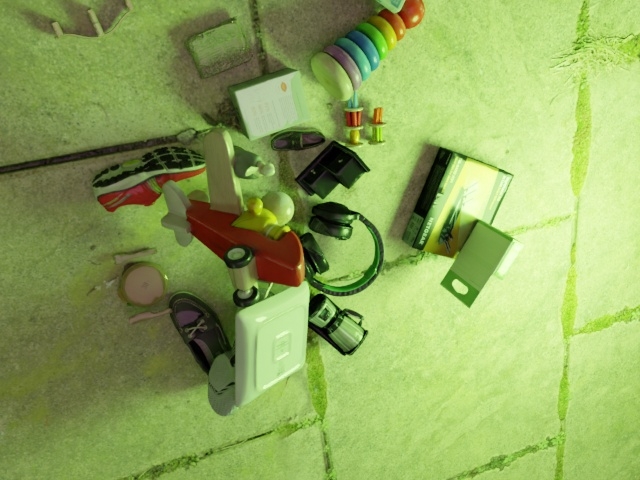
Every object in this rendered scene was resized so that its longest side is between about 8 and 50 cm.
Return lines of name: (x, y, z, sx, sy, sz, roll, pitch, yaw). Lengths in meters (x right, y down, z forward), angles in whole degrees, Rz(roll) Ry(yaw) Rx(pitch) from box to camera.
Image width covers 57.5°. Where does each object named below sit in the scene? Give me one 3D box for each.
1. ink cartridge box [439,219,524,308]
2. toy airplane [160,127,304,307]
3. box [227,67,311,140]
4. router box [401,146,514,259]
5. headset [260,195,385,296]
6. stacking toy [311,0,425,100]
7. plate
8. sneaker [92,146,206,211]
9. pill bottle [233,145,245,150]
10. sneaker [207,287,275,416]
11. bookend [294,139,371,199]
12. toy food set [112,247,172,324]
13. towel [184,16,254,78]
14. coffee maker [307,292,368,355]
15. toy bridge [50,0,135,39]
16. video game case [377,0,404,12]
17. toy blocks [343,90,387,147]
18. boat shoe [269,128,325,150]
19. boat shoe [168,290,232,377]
ink cartridge box: (0.473, 0.073, 1.725, 0.056, 0.171, 0.235, 22, 102, -28)
toy airplane: (-0.192, -0.040, 1.387, 0.272, 0.386, 0.384, -33, 92, -29)
box: (-0.127, -0.345, 1.466, 0.170, 0.091, 0.130, -21, 116, -12)
router box: (0.418, -0.101, 1.778, 0.243, 0.081, 0.309, 14, 105, -26)
headset: (0.000, 0.000, 1.597, 0.394, 0.185, 0.243, 34, 96, -11)
stacking toy: (0.139, -0.509, 1.487, 0.330, 0.141, 0.141, -41, 119, -6)
plate: (-0.114, 0.274, 1.536, 0.277, 0.045, 0.278, -22, 122, -50)
sneaker: (-0.416, -0.147, 1.446, 0.279, 0.107, 0.118, -17, 134, -10)
pill bottle: (-0.205, -0.198, 1.480, 0.065, 0.116, 0.065, -7, 112, -19)
sneaker: (-0.169, 0.317, 1.631, 0.210, 0.137, 0.366, 19, 92, -55)
bookend: (0.030, -0.175, 1.557, 0.157, 0.156, 0.072, -45, 119, 1)
toy food set: (-0.472, 0.116, 1.550, 0.132, 0.038, 0.192, -13, 103, -20)
towel: (-0.243, -0.464, 1.412, 0.148, 0.027, 0.110, -29, 119, -10)
coffee maker: (0.027, 0.254, 1.737, 0.178, 0.171, 0.120, 42, 52, -10)
toy bridge: (-0.503, -0.485, 1.304, 0.188, 0.026, 0.063, -25, 118, -10)
video game case: (0.136, -0.768, 1.384, 0.300, 0.036, 0.329, 26, 88, -22)
toy blocks: (0.124, -0.334, 1.589, 0.123, 0.054, 0.148, -9, 113, -17)
boat shoe: (-0.059, -0.267, 1.547, 0.152, 0.049, 0.056, -15, 115, -15)
boat shoe: (-0.315, 0.288, 1.640, 0.112, 0.095, 0.335, -29, 118, -8)
